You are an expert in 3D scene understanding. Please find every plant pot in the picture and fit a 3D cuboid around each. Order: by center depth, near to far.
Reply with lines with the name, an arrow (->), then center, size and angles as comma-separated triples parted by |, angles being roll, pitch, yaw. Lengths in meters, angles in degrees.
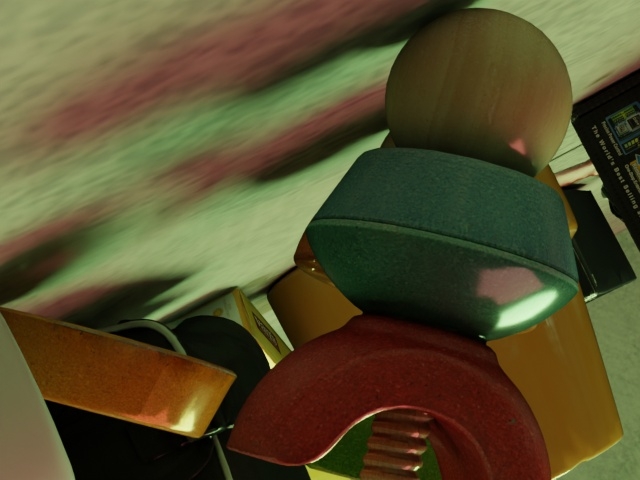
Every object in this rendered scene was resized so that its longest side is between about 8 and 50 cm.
plant pot -> 0.097, 0.073, 0.992 | 0.205, 0.188, 0.205 | -26, 173, -3

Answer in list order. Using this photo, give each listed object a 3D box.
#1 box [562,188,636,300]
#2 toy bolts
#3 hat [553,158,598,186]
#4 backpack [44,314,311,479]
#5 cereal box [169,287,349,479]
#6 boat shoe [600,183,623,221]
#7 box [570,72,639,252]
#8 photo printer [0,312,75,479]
box -> 0.157, 0.037, 1.315 | 0.184, 0.103, 0.261 | -26, 173, 17
toy bolts -> 0.000, 0.000, 0.541 | 0.218, 0.158, 0.228 | 17, 172, -13
hat -> 0.266, -0.102, 1.021 | 0.173, 0.184, 0.208 | 150, -38, -83
backpack -> -0.119, 0.170, 0.772 | 0.254, 0.225, 0.191 | -25, 169, 14
cereal box -> -0.112, 0.143, 0.950 | 0.240, 0.047, 0.173 | -29, 136, 8
boat shoe -> 0.278, -0.054, 1.296 | 0.079, 0.084, 0.233 | 11, 178, -2
box -> 0.294, -0.004, 0.831 | 0.216, 0.270, 0.060 | -28, 174, 16
photo printer -> -0.239, 0.127, 0.472 | 0.308, 0.107, 0.256 | -24, 172, -20
